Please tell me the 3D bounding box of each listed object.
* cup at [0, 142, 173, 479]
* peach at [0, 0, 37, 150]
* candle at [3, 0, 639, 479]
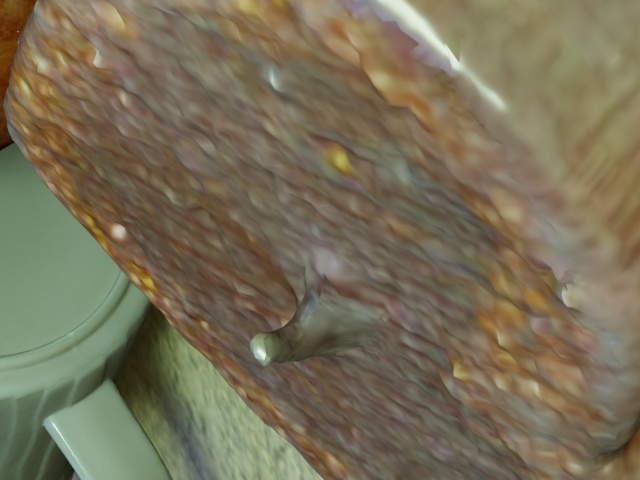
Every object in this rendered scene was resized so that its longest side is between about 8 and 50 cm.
[{"bbox_3d":[-0.202,0.072,1.028,0.273,0.208,0.288,125,136,-57],"label":"cup"},{"bbox_3d":[-0.202,-0.125,0.843,0.232,0.232,0.257,29,91,52],"label":"peach"},{"bbox_3d":[0.015,-0.008,0.543,0.287,0.131,0.317,29,154,36],"label":"candle"}]
